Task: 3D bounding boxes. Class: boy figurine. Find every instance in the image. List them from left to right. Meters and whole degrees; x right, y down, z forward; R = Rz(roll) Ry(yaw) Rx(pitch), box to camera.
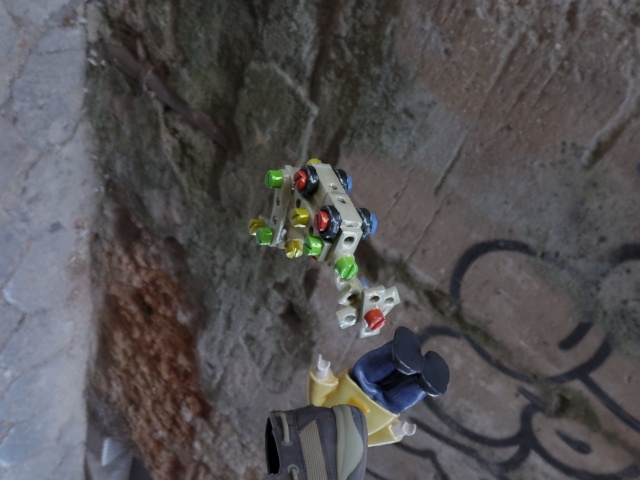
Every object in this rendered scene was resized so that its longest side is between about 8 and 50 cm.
[{"bbox_3d":[0.046,0.237,1.043,0.285,0.177,0.092,-42,-169,28],"label":"boy figurine"}]

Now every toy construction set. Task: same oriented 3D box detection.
[{"bbox_3d":[0.000,0.000,1.149,0.151,0.328,0.215,-9,135,-38],"label":"toy construction set"}]

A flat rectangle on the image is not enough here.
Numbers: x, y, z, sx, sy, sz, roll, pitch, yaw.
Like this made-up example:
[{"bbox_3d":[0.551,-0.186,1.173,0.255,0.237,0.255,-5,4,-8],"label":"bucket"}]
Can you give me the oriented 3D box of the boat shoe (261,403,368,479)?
[{"bbox_3d":[-0.022,0.296,0.705,0.355,0.130,0.132,-87,-177,-67],"label":"boat shoe"}]
